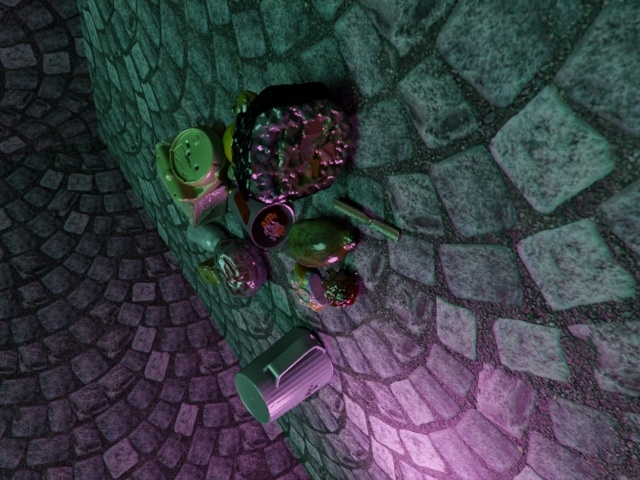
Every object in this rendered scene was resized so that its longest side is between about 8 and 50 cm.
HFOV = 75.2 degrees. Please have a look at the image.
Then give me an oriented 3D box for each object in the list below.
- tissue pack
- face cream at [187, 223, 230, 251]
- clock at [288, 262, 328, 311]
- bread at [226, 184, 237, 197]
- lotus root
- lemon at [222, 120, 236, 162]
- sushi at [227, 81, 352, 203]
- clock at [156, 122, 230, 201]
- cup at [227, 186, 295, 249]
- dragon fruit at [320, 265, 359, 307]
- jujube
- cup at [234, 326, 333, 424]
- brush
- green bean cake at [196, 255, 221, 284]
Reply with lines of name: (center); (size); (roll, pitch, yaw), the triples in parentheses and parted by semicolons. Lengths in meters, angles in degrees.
tissue pack: (-0.638, -0.296, 2.059); (0.380, 0.207, 0.297); (54, 150, 12)
face cream: (-0.603, -0.011, 2.300); (0.370, 0.145, 0.145); (23, 132, 49)
clock: (-0.054, 0.193, 1.694); (0.144, 0.103, 0.230); (-7, 110, 49)
bread: (-0.411, -0.206, 1.950); (0.062, 0.049, 0.103); (33, 138, 39)
lotus root: (0.000, 0.000, 1.418); (0.309, 0.173, 0.173); (-7, 109, 50)
lemon: (-0.272, -0.350, 1.516); (0.170, 0.170, 0.207); (56, 157, 8)
sushi: (-0.111, -0.296, 1.171); (0.285, 0.328, 0.328); (47, 150, 42)
clock: (-0.526, -0.354, 1.788); (0.348, 0.117, 0.286); (-32, 79, 21)
cup: (-0.257, -0.114, 1.680); (0.288, 0.203, 0.203); (37, 142, 45)
dragon fruit: (0.070, 0.168, 1.471); (0.121, 0.130, 0.142); (129, 149, -65)
jujube: (-0.396, 0.122, 2.018); (0.247, 0.215, 0.308); (-17, 106, 43)
cup: (-0.169, 0.588, 1.925); (0.310, 0.392, 0.400); (21, 126, 40)
brush: (0.140, -0.071, 1.257); (0.248, 0.036, 0.043); (31, 143, 31)
green bean cake: (-0.515, 0.143, 2.224); (0.224, 0.230, 0.131); (0, 116, 52)
